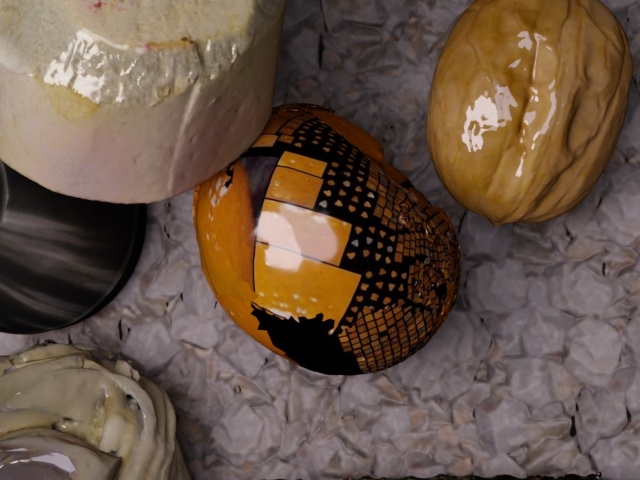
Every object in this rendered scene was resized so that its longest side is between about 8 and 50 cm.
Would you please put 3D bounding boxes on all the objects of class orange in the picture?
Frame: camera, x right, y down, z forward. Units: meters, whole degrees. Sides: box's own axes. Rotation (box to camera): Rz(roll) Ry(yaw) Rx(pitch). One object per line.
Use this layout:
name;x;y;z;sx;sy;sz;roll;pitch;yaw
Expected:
orange;0.000;0.000;1.385;0.182;0.234;0.234;-38;80;8

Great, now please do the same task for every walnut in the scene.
walnut;0.165;-0.111;1.398;0.159;0.159;0.207;13;88;12

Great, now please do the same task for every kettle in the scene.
kettle;-0.265;-0.045;1.417;0.207;0.271;0.251;36;95;11

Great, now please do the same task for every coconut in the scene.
coconut;-0.142;-0.148;1.283;0.239;0.244;0.239;5;62;-9

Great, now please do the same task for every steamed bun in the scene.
steamed bun;-0.240;0.230;1.428;0.268;0.207;0.280;-17;85;9

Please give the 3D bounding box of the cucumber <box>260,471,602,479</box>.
cucumber;0.052;0.238;1.404;0.359;0.096;0.096;-2;86;3
